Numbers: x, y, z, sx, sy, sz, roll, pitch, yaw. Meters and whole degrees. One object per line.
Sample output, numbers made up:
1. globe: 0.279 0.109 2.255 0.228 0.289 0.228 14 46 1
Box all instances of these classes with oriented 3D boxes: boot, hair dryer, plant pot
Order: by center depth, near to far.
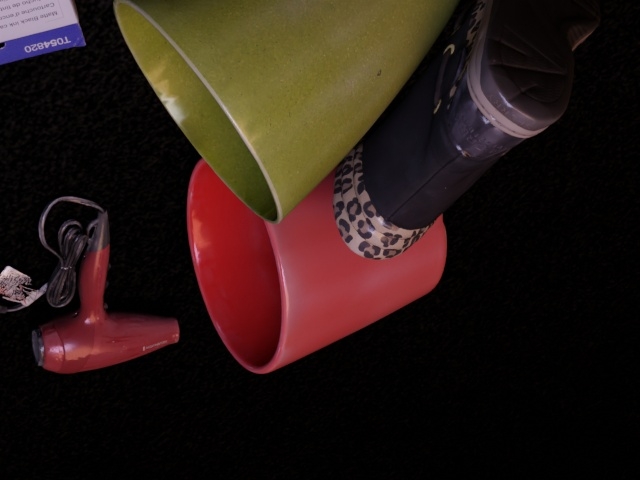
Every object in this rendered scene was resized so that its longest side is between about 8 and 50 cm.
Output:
1. plant pot: -0.011 -0.213 1.277 0.293 0.275 0.275 -38 141 -10
2. boot: 0.157 -0.158 1.361 0.138 0.377 0.284 35 128 -12
3. plant pot: 0.000 0.000 1.511 0.243 0.275 0.275 -15 141 -25
4. hair dryer: -0.290 0.083 1.586 0.223 0.080 0.293 -38 138 16

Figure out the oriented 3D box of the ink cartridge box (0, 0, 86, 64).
1. ink cartridge box: -0.356 -0.231 1.216 0.223 0.045 0.224 -16 144 -4
